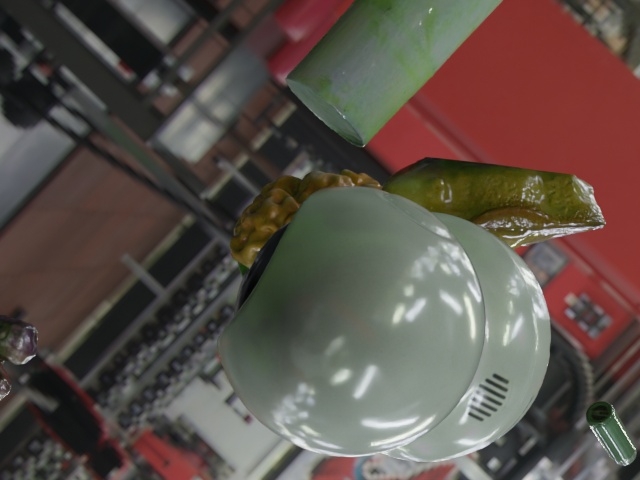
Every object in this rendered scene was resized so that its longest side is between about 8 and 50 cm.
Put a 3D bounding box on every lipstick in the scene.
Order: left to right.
[{"bbox_3d":[0.105,-0.193,0.955,0.304,0.076,0.076,-48,177,-7],"label":"lipstick"}]

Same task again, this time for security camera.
[{"bbox_3d":[0.037,0.063,1.006,0.194,0.194,0.236,-47,154,18],"label":"security camera"}]

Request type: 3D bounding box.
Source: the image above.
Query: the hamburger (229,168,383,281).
[{"bbox_3d":[0.000,0.000,1.605,0.237,0.149,0.237,-11,-162,4],"label":"hamburger"}]

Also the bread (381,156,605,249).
[{"bbox_3d":[0.164,-0.037,1.443,0.161,0.233,0.088,-115,-150,-82],"label":"bread"}]

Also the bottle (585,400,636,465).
[{"bbox_3d":[0.299,0.199,1.462,0.030,0.083,0.030,-20,-138,19],"label":"bottle"}]

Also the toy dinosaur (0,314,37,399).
[{"bbox_3d":[-0.272,0.066,0.960,0.200,0.072,0.251,-57,-148,10],"label":"toy dinosaur"}]
